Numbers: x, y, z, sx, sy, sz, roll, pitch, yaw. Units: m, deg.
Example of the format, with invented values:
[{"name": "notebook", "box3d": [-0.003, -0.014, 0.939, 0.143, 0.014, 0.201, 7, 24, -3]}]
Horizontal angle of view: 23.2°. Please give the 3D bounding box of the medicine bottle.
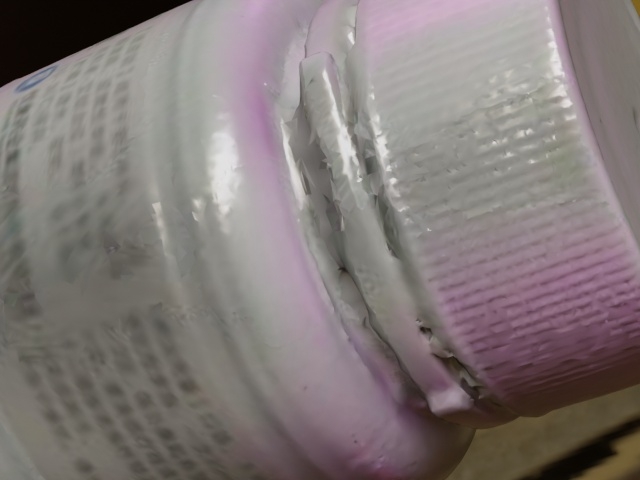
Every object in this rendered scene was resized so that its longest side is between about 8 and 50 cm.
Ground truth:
[{"name": "medicine bottle", "box3d": [0.000, 0.000, 0.733, 0.325, 0.256, 0.256, -21, 14, 24]}]
